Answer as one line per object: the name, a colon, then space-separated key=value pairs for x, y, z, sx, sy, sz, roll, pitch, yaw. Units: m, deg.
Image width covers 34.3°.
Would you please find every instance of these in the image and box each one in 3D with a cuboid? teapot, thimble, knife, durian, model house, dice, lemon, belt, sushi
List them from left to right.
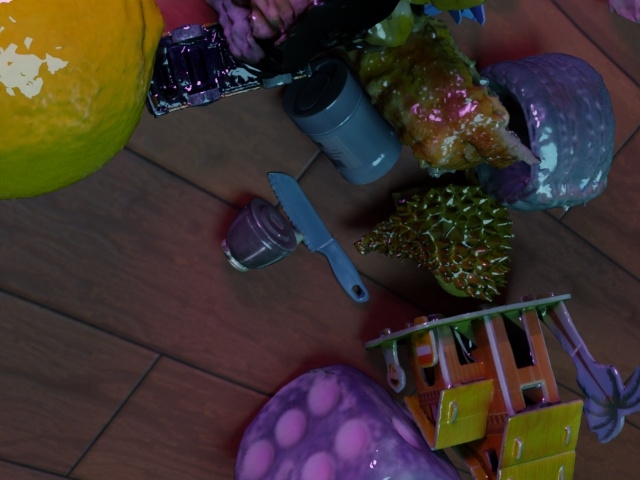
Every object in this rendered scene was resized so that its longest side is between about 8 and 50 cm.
lemon: x=-0.326 y=-0.198 z=1.004 sx=0.348 sy=0.348 sz=0.348 roll=-15 pitch=128 yaw=-20
teapot: x=-0.083 y=0.008 z=1.449 sx=0.090 sy=0.092 sz=0.124 roll=-37 pitch=128 yaw=21
knife: x=0.000 y=0.000 z=1.542 sx=0.044 sy=0.019 sz=0.313 roll=-34 pitch=131 yaw=-1
dice: x=0.046 y=0.383 z=1.665 sx=0.270 sy=0.270 sz=0.271 roll=-45 pitch=132 yaw=5
sushi: x=0.031 y=-0.367 z=1.100 sx=0.285 sy=0.329 sz=0.328 roll=-20 pitch=169 yaw=-30
sushi: x=0.150 y=-0.180 z=1.338 sx=0.139 sy=0.274 sz=0.184 roll=-34 pitch=165 yaw=15
durian: x=0.191 y=-0.001 z=1.583 sx=0.306 sy=0.166 sz=0.172 roll=9 pitch=87 yaw=-41
belt: x=0.243 y=-0.110 z=1.589 sx=0.059 sy=0.036 sz=0.083 roll=-42 pitch=133 yaw=12
model house: x=0.296 y=0.253 z=1.602 sx=0.300 sy=0.324 sz=0.340 roll=-9 pitch=171 yaw=-28
thimble: x=0.311 y=-0.148 z=1.472 sx=0.143 sy=0.235 sz=0.198 roll=-13 pitch=161 yaw=-23

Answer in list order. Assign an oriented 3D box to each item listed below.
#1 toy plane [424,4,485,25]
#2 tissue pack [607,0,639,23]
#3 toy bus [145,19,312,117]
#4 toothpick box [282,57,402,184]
toy plane: x=0.207 y=-0.387 z=1.334 sx=0.169 sy=0.078 sz=0.246 roll=-5 pitch=131 yaw=-28
tissue pack: x=0.480 y=-0.455 z=1.420 sx=0.201 sy=0.124 sz=0.271 roll=-29 pitch=131 yaw=-8
toy bus: x=-0.126 y=-0.215 z=1.243 sx=0.201 sy=0.114 sz=0.098 roll=-18 pitch=100 yaw=-18
toothpick box: x=0.030 y=-0.157 z=1.386 sx=0.101 sy=0.101 sz=0.153 roll=-41 pitch=133 yaw=2
